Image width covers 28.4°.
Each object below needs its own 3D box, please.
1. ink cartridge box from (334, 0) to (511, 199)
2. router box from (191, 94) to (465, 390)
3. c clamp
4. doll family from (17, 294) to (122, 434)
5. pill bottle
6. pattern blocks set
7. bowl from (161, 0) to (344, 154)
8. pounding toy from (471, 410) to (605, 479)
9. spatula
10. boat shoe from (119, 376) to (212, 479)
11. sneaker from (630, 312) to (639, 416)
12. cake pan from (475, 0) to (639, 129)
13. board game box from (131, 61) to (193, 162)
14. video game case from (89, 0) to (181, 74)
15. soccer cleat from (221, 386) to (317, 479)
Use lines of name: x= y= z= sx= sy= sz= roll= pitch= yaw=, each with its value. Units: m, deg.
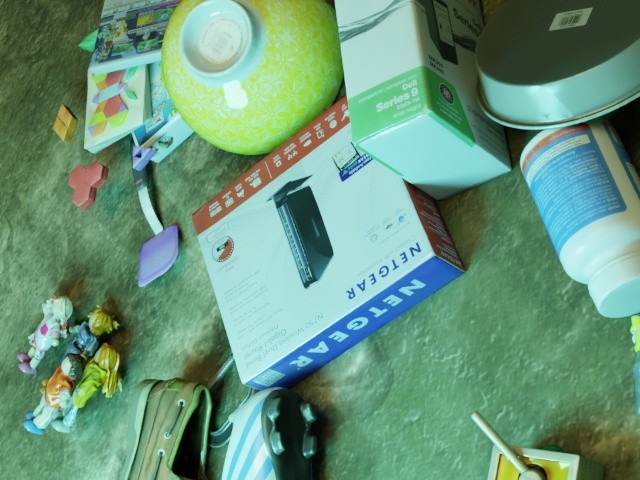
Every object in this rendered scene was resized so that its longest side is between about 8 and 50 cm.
ink cartridge box: x=0.129 y=-0.230 z=1.652 sx=0.121 sy=0.211 sz=0.289 roll=-23 pitch=60 yaw=30
router box: x=0.000 y=0.000 z=1.745 sx=0.335 sy=0.082 sz=0.301 roll=-36 pitch=54 yaw=22
c clamp: x=-0.136 y=0.209 z=1.804 sx=0.137 sy=0.022 sz=0.161 roll=42 pitch=104 yaw=34
doll family: x=-0.376 y=0.188 z=1.962 sx=0.163 sy=0.118 sz=0.263 roll=-54 pitch=31 yaw=15
pill bottle: x=0.326 y=-0.026 z=1.476 sx=0.124 sy=0.124 sz=0.221 roll=-33 pitch=54 yaw=24
pattern blocks set: x=-0.335 y=-0.238 z=2.070 sx=0.285 sy=0.026 sz=0.325 roll=-33 pitch=53 yaw=24
bowl: x=-0.123 y=-0.279 z=1.847 sx=0.289 sy=0.156 sz=0.289 roll=-2 pitch=84 yaw=20
pounding toy: x=0.238 y=0.279 z=1.435 sx=0.130 sy=0.100 sz=0.141 roll=1 pitch=73 yaw=38
spatula: x=-0.275 y=-0.061 z=2.019 sx=0.084 sy=0.030 sz=0.296 roll=-31 pitch=55 yaw=23
boat shoe: x=-0.214 y=0.343 z=1.751 sx=0.104 sy=0.110 sz=0.307 roll=-2 pitch=79 yaw=26
sneaker: x=0.462 y=0.151 z=1.325 sx=0.300 sy=0.111 sz=0.121 roll=5 pitch=85 yaw=45
cake pan: x=0.315 y=-0.253 z=1.544 sx=0.293 sy=0.054 sz=0.293 roll=-23 pitch=36 yaw=17
board game box: x=-0.198 y=-0.291 z=2.037 sx=0.305 sy=0.053 sz=0.193 roll=-38 pitch=52 yaw=20
video game case: x=-0.273 y=-0.365 z=2.051 sx=0.201 sy=0.023 sz=0.183 roll=-8 pitch=60 yaw=26
soccer cleat: x=-0.068 y=0.359 z=1.650 sx=0.143 sy=0.116 sz=0.331 roll=-27 pitch=54 yaw=46
